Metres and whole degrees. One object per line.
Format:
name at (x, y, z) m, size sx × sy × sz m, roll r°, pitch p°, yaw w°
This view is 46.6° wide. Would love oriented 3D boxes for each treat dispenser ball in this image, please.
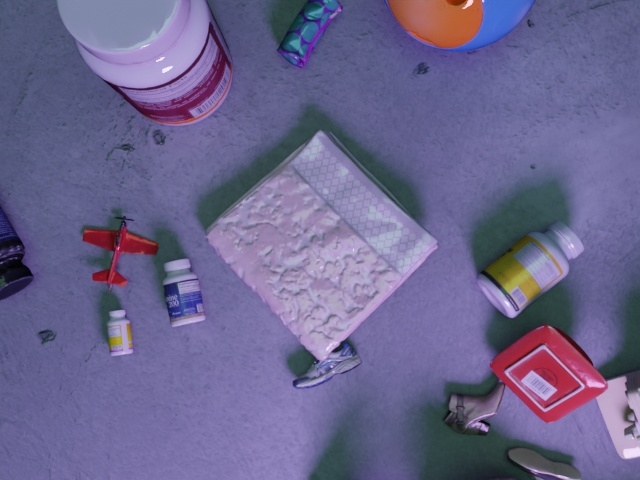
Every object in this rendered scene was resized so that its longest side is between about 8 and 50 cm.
treat dispenser ball at (0.248, -0.482, 1.315) m, size 0.288 × 0.288 × 0.288 m, roll 0°, pitch 85°, yaw 2°

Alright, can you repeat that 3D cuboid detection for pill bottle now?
pill bottle at (-0.259, 0.098, 1.395) m, size 0.067 × 0.067 × 0.120 m, roll -13°, pitch 85°, yaw 1°
pill bottle at (-0.287, -0.345, 1.270) m, size 0.224 × 0.392 × 0.224 m, roll 0°, pitch 85°, yaw 2°
pill bottle at (-0.381, 0.174, 1.405) m, size 0.043 × 0.043 × 0.083 m, roll -7°, pitch 85°, yaw 1°
pill bottle at (0.386, 0.049, 1.359) m, size 0.184 × 0.103 × 0.103 m, roll -39°, pitch 85°, yaw -2°
pill bottle at (-0.634, 0.001, 1.389) m, size 0.123 × 0.123 × 0.219 m, roll -33°, pitch 84°, yaw -1°

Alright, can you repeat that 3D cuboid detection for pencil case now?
pencil case at (-0.019, -0.408, 1.430) m, size 0.070 × 0.064 × 0.151 m, roll 31°, pitch 87°, yaw 29°

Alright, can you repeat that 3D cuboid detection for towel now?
towel at (0.000, 0.000, 1.386) m, size 0.317 × 0.053 × 0.332 m, roll -44°, pitch 78°, yaw -2°

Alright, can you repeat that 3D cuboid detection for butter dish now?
butter dish at (0.419, 0.220, 1.343) m, size 0.160 × 0.118 × 0.160 m, roll 45°, pitch 128°, yaw 3°

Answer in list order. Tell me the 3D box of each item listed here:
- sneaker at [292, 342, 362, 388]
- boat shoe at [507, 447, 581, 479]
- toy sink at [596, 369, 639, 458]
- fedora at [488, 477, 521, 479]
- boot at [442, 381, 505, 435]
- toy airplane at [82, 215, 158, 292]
sneaker at (0.006, 0.234, 1.389) m, size 0.135 × 0.052 × 0.058 m, roll -24°, pitch 75°, yaw -7°
boat shoe at (0.405, 0.421, 1.358) m, size 0.137 × 0.049 × 0.043 m, roll 18°, pitch 125°, yaw 3°
toy sink at (0.606, 0.300, 1.277) m, size 0.234 × 0.131 × 0.152 m, roll -21°, pitch 87°, yaw 22°
fedora at (0.284, 0.533, 1.286) m, size 0.276 × 0.124 × 0.243 m, roll -3°, pitch 82°, yaw -29°
boot at (0.282, 0.303, 1.373) m, size 0.087 × 0.042 × 0.118 m, roll 22°, pitch 86°, yaw 6°
toy airplane at (-0.394, 0.025, 1.426) m, size 0.151 × 0.028 × 0.151 m, roll 0°, pitch 85°, yaw 1°
